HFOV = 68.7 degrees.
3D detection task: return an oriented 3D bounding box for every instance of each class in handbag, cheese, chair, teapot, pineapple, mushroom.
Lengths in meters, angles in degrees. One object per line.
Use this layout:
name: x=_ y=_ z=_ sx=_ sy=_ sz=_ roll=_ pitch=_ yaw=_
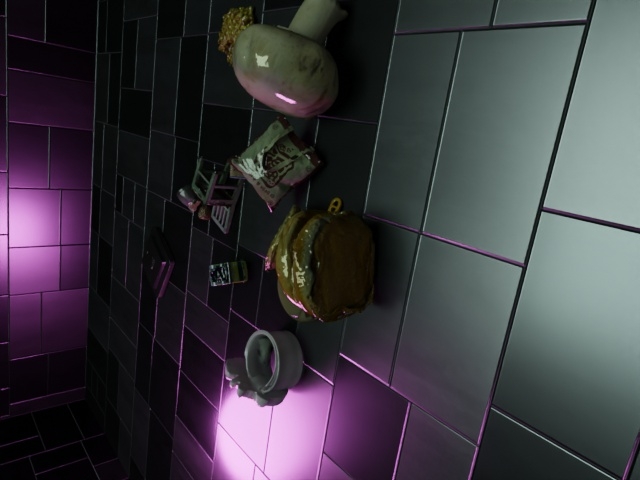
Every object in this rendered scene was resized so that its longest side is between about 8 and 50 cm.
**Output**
handbag: x=-0.138 y=-0.236 z=1.431 sx=0.235 sy=0.127 sz=0.213 roll=-39 pitch=94 yaw=18
cheese: x=-0.062 y=0.154 z=1.458 sx=0.202 sy=0.091 sz=0.176 roll=46 pitch=123 yaw=36
chair: x=-0.407 y=-0.169 z=1.790 sx=0.136 sy=0.147 sz=0.271 roll=46 pitch=123 yaw=36
teapot: x=-0.553 y=-0.180 z=2.018 sx=0.092 sy=0.124 sz=0.091 roll=-33 pitch=81 yaw=1
pineapple: x=-0.472 y=-0.149 z=1.939 sx=0.058 sy=0.058 sz=0.125 roll=13 pitch=96 yaw=47
mushroom: x=-0.066 y=-0.526 z=1.318 sx=0.314 sy=0.314 sz=0.336 roll=31 pitch=89 yaw=43

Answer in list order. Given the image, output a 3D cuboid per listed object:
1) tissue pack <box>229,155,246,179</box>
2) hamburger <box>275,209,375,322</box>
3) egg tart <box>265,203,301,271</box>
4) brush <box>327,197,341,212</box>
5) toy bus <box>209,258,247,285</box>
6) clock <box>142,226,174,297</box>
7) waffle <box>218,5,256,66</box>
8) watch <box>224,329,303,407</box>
tissue pack: x=-0.215 y=-0.243 z=1.584 sx=0.169 sy=0.119 sz=0.082 roll=13 pitch=100 yaw=49
hamburger: x=0.018 y=0.063 z=1.210 sx=0.158 sy=0.318 sz=0.319 roll=-5 pitch=89 yaw=44
egg tart: x=-0.092 y=0.003 z=1.427 sx=0.098 sy=0.232 sz=0.252 roll=28 pitch=136 yaw=2
brush: x=0.000 y=0.000 z=1.376 sx=0.103 sy=0.013 sz=0.273 roll=26 pitch=93 yaw=44
toy bus: x=-0.348 y=0.123 z=1.773 sx=0.174 sy=0.101 sz=0.088 roll=-12 pitch=84 yaw=53
clock: x=-0.828 y=0.110 z=2.358 sx=0.273 sy=0.049 sz=0.279 roll=53 pitch=129 yaw=33
waffle: x=-0.300 y=-0.731 z=1.686 sx=0.192 sy=0.070 sz=0.198 roll=1 pitch=93 yaw=48
watch: x=-0.191 y=0.401 z=1.557 sx=0.244 sy=0.196 sz=0.232 roll=35 pitch=111 yaw=45
